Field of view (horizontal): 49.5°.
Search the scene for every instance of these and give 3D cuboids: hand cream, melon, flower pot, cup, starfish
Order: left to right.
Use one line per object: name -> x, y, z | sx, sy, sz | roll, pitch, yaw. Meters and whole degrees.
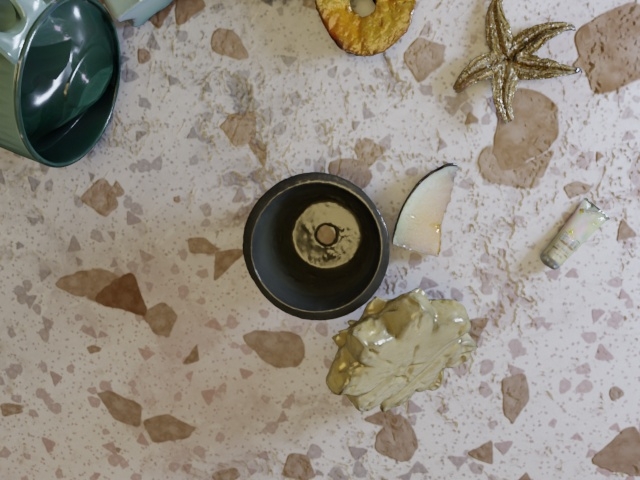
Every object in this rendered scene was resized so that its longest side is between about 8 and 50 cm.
cup -> -0.598, -0.360, 1.251 | 0.392, 0.310, 0.401 | 16, 135, 10
flower pot -> 0.000, 0.000, 1.305 | 0.269, 0.166, 0.269 | 1, 101, 7
melon -> 0.200, -0.065, 1.322 | 0.098, 0.054, 0.182 | 12, 101, 1
starfish -> 0.350, -0.335, 1.262 | 0.227, 0.043, 0.240 | -9, 94, 8
hand cream -> 0.472, -0.006, 1.298 | 0.061, 0.039, 0.143 | 39, 97, 4

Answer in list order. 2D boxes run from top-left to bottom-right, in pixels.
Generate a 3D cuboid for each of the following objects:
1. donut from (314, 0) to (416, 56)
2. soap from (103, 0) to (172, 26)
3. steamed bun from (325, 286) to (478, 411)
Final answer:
donut -> 0.083, -0.429, 1.275 | 0.190, 0.074, 0.174 | 42, 103, 5
soap -> -0.375, -0.606, 1.296 | 0.208, 0.115, 0.347 | -31, 93, 11
steamed bun -> 0.133, 0.185, 1.274 | 0.295, 0.137, 0.292 | -18, 140, -13
